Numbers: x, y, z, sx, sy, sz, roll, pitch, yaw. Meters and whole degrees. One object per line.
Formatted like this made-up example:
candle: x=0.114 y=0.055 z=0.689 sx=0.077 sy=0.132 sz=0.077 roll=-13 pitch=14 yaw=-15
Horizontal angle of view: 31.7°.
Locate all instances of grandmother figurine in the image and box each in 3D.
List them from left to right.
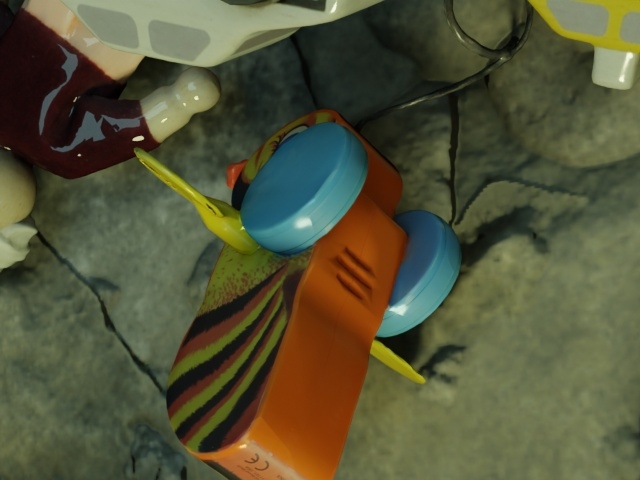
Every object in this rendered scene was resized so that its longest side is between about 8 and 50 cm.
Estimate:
grandmother figurine: x=-0.159 y=-0.125 z=0.708 sx=0.208 sy=0.104 sz=0.342 roll=36 pitch=97 yaw=33

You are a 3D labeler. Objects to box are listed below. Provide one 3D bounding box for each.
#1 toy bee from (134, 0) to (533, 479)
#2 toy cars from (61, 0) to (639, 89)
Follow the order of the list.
toy bee: x=0.000 y=0.000 z=0.602 sx=0.162 sy=0.298 sz=0.195 roll=-10 pitch=116 yaw=51
toy cars: x=0.049 y=-0.113 z=0.501 sx=0.393 sy=0.176 sz=0.087 roll=-3 pitch=115 yaw=-13
